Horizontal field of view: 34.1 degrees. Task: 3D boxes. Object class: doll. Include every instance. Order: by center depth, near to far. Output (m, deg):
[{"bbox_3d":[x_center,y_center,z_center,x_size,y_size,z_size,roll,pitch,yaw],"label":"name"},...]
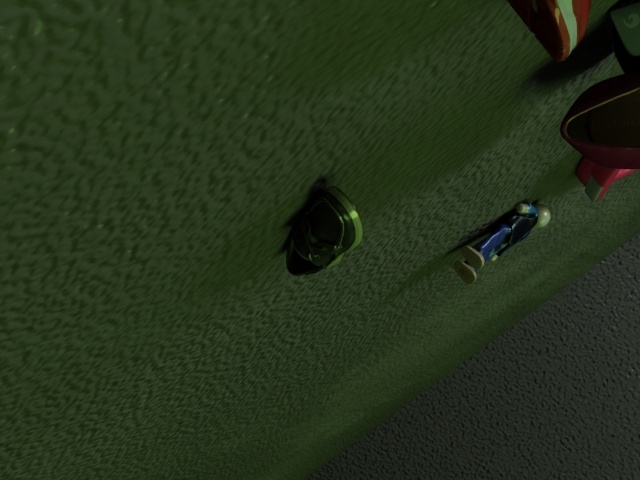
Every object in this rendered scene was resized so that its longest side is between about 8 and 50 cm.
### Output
[{"bbox_3d":[0.277,-0.005,1.563,0.189,0.046,0.129,-33,157,-32],"label":"doll"}]

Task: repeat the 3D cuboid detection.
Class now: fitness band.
[{"bbox_3d":[0.479,-0.156,1.538,0.209,0.054,0.291,-36,166,-8],"label":"fitness band"}]

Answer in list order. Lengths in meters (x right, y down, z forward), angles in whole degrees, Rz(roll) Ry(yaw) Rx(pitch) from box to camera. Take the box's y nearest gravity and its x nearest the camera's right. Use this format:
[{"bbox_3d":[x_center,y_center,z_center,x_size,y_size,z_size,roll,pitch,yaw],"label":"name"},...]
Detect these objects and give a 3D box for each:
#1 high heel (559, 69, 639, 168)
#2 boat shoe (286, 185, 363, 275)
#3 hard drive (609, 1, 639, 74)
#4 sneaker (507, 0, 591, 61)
[{"bbox_3d":[0.418,-0.125,0.962,0.377,0.127,0.181,-12,-177,39],"label":"high heel"},{"bbox_3d":[0.000,0.000,0.959,0.049,0.056,0.152,-35,166,-20],"label":"boat shoe"},{"bbox_3d":[0.417,-0.217,1.017,0.254,0.054,0.172,-13,171,16],"label":"hard drive"},{"bbox_3d":[0.187,-0.202,0.685,0.128,0.087,0.221,-35,166,4],"label":"sneaker"}]
